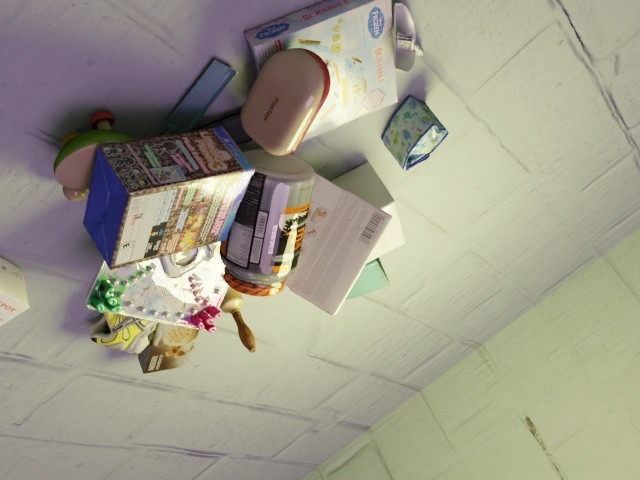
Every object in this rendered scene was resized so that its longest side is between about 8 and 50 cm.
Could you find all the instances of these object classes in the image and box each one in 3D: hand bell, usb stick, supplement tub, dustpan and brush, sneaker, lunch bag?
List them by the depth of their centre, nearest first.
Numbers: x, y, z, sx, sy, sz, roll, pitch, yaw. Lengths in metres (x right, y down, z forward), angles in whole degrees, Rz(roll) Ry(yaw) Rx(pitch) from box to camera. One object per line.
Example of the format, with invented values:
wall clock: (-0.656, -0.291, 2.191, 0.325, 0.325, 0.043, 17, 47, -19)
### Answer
usb stick: (-0.271, -0.217, 1.645, 0.278, 0.045, 0.077, -25, 122, -19)
dustpan and brush: (0.205, -0.450, 1.682, 0.060, 0.147, 0.211, 0, -176, 9)
supplement tub: (-0.131, -0.040, 1.721, 0.193, 0.193, 0.316, -4, 119, -32)
lunch bag: (0.237, -0.274, 1.902, 0.096, 0.129, 0.151, 15, 125, -45)
sneaker: (-0.490, 0.166, 1.933, 0.147, 0.145, 0.385, 8, 127, -36)
hand bell: (-0.236, 0.221, 2.093, 0.126, 0.242, 0.126, -20, 145, -15)

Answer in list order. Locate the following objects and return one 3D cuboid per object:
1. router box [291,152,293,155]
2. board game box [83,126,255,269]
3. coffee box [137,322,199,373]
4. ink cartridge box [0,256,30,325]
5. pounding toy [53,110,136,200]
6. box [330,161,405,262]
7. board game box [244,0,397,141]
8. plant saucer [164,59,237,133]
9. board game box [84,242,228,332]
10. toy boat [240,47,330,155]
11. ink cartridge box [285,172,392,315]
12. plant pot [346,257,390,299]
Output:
router box: (-0.131, -0.132, 1.829, 0.133, 0.046, 0.179, -18, 124, -27)
board game box: (-0.322, -0.093, 1.543, 0.291, 0.141, 0.232, -16, 148, -38)
coffee box: (-0.442, 0.270, 2.133, 0.141, 0.098, 0.246, -4, 138, -32)
ink cartridge box: (-0.848, 0.144, 1.665, 0.283, 0.117, 0.207, -32, 145, 5)
pounding toy: (-0.476, -0.188, 1.540, 0.183, 0.110, 0.237, -17, 162, -19)
box: (0.037, -0.028, 2.038, 0.345, 0.168, 0.215, -27, 145, -3)
board game box: (0.014, -0.386, 1.653, 0.318, 0.066, 0.319, -23, 145, -8)
plant saucer: (-0.263, -0.312, 1.592, 0.192, 0.018, 0.067, -45, 143, 23)
board game box: (-0.333, 0.030, 1.807, 0.390, 0.050, 0.390, 20, 97, -48)
toy boat: (-0.057, -0.300, 1.559, 0.151, 0.151, 0.231, -32, 161, -53)
ink cartridge box: (0.000, 0.000, 1.870, 0.296, 0.261, 0.066, -60, 178, 5)
plant pot: (0.060, 0.085, 2.209, 0.234, 0.166, 0.165, -26, 146, 6)
